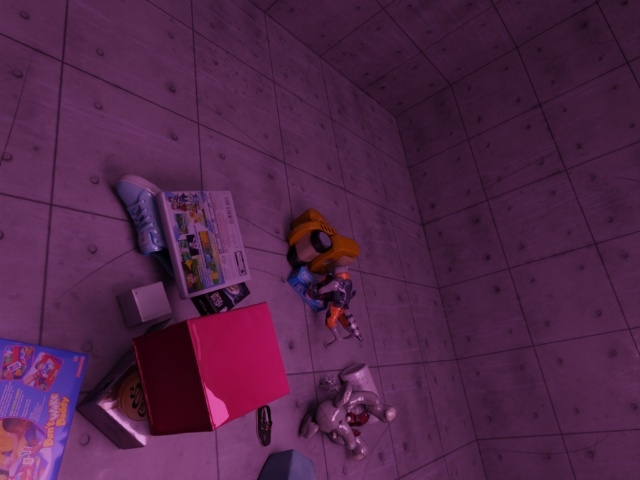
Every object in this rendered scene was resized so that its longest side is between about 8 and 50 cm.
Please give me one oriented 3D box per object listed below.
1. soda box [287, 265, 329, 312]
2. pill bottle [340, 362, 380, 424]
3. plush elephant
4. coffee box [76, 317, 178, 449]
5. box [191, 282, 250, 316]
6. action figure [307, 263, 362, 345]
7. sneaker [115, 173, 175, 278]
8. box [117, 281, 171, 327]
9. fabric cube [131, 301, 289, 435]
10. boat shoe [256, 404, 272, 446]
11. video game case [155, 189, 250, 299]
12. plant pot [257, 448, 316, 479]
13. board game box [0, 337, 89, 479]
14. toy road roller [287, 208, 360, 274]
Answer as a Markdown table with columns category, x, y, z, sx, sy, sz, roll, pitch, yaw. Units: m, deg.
| category | x | y | z | sx | sy | sz | roll | pitch | yaw |
| --- | --- | --- | --- | --- | --- | --- | --- | --- | --- |
| soda box | -0.049 | 0.215 | 1.839 | 0.210 | 0.067 | 0.071 | 51 | 37 | -21 |
| pill bottle | 0.184 | 0.666 | 1.834 | 0.131 | 0.131 | 0.229 | -18 | 85 | -56 |
| plush elephant | 0.085 | 0.672 | 1.593 | 0.330 | 0.271 | 0.255 | 44 | 15 | 17 |
| coffee box | -0.463 | 0.376 | 1.139 | 0.168 | 0.119 | 0.297 | 55 | 36 | -17 |
| box | -0.350 | 0.171 | 1.449 | 0.147 | 0.078 | 0.180 | 62 | 34 | -8 |
| action figure | 0.109 | 0.264 | 1.820 | 0.341 | 0.179 | 0.329 | 3 | 80 | -52 |
| sneaker | -0.511 | -0.036 | 1.303 | 0.365 | 0.135 | 0.150 | 52 | 34 | -19 |
| box | -0.507 | 0.184 | 1.219 | 0.101 | 0.087 | 0.101 | -15 | 83 | -55 |
| fabric cube | -0.280 | 0.323 | 1.086 | 0.258 | 0.259 | 0.253 | -6 | 77 | -54 |
| boat shoe | -0.188 | 0.629 | 1.435 | 0.049 | 0.042 | 0.132 | 14 | 61 | -52 |
| video game case | -0.369 | -0.001 | 1.373 | 0.300 | 0.036 | 0.328 | -13 | 90 | -59 |
| plant pot | -0.110 | 0.806 | 1.337 | 0.165 | 0.166 | 0.234 | 46 | 32 | -28 |
| board game box | -0.666 | 0.397 | 0.890 | 0.233 | 0.078 | 0.346 | 30 | 48 | -41 |
| toy road roller | 0.000 | 0.000 | 1.923 | 0.330 | 0.203 | 0.240 | 19 | 45 | -45 |
